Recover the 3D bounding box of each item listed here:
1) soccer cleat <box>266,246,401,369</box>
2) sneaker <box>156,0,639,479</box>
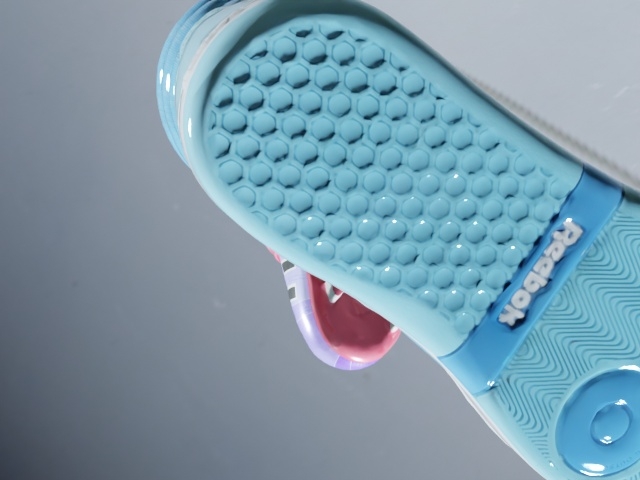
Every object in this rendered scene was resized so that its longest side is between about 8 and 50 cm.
[{"bbox_3d":[0.000,0.000,1.048,0.083,0.248,0.095,26,126,-27],"label":"soccer cleat"},{"bbox_3d":[0.058,-0.012,0.742,0.319,0.208,0.127,41,92,-23],"label":"sneaker"}]
